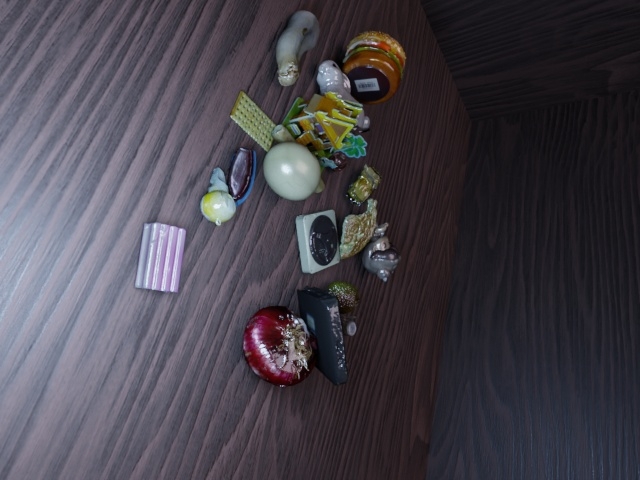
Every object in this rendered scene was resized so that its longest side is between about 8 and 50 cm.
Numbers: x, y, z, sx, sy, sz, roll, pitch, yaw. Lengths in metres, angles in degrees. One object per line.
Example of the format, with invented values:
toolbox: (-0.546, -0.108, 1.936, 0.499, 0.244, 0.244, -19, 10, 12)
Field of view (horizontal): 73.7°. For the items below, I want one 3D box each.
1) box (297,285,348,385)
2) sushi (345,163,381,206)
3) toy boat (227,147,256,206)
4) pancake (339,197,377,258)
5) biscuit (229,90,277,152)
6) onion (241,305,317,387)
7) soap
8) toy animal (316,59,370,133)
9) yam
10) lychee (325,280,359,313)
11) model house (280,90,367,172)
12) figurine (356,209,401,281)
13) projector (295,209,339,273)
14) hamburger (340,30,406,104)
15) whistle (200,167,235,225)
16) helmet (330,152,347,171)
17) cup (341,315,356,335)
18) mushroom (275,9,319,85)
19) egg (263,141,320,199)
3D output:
box: (0.005, 0.371, 1.727, 0.090, 0.359, 0.351, -10, 96, -19)
sushi: (0.226, -0.304, 2.267, 0.139, 0.131, 0.291, 48, 54, -11)
toy boat: (-0.292, -0.233, 1.569, 0.097, 0.100, 0.224, 98, 2, -80)
pancake: (0.176, -0.057, 2.143, 0.377, 0.054, 0.197, -53, 125, -19)
biscuit: (-0.257, -0.468, 1.688, 0.231, 0.016, 0.139, 40, 58, -45)
onion: (-0.161, 0.394, 1.605, 0.313, 0.232, 0.314, 29, 45, -33)
soap: (-0.482, 0.052, 1.294, 0.122, 0.065, 0.204, 19, 72, -52)
toy animal: (0.094, -0.683, 2.062, 0.257, 0.193, 0.358, -16, 93, -44)
yam: (-0.089, -0.347, 1.847, 0.372, 0.083, 0.083, 53, 48, -43)
lychee: (0.095, 0.263, 2.016, 0.171, 0.171, 0.172, 5, 83, -54)
model house: (0.057, -0.454, 1.877, 0.358, 0.312, 0.243, 55, 49, -38)
figurine: (0.297, 0.025, 2.288, 0.381, 0.203, 0.248, 67, 23, -5)
projector: (0.000, 0.000, 1.957, 0.257, 0.079, 0.260, -18, 104, -54)
hamburger: (0.270, -0.888, 2.190, 0.330, 0.329, 0.251, 43, 53, -44)
whistle: (-0.359, -0.148, 1.469, 0.122, 0.122, 0.223, 28, 46, -50)
helmet: (0.079, -0.373, 2.113, 0.089, 0.057, 0.111, 34, 60, -7)
cup: (0.125, 0.421, 2.085, 0.102, 0.099, 0.074, -28, 111, -51)
mushroom: (-0.106, -0.826, 1.832, 0.177, 0.125, 0.397, 63, 38, -42)
egg: (-0.110, -0.275, 1.705, 0.269, 0.218, 0.219, 28, 65, -53)
